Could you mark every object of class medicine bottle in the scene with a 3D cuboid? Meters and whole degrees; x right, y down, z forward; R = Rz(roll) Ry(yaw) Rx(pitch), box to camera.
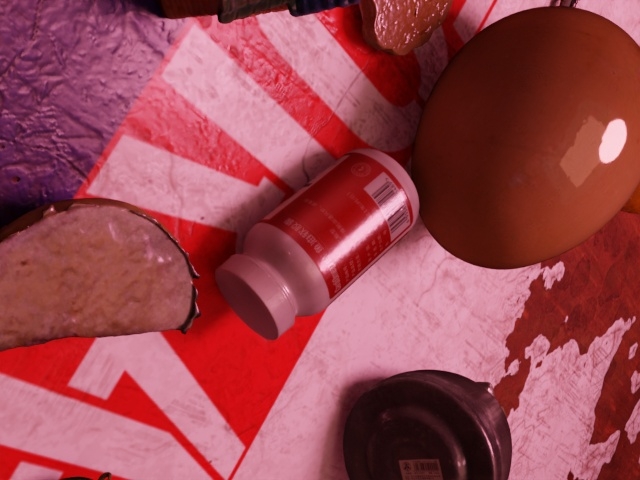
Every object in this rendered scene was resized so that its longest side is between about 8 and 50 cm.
[{"bbox_3d":[0.000,0.000,0.818,0.250,0.131,0.131,-40,128,-26],"label":"medicine bottle"}]

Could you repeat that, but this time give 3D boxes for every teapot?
[{"bbox_3d":[0.184,0.349,1.048,0.239,0.239,0.321,-4,102,-56],"label":"teapot"}]

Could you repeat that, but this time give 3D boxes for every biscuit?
[{"bbox_3d":[0.100,-0.348,0.849,0.181,0.049,0.208,-41,129,-26],"label":"biscuit"}]

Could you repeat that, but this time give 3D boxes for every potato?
[{"bbox_3d":[-0.240,0.026,0.624,0.243,0.098,0.138,-4,104,-36],"label":"potato"}]

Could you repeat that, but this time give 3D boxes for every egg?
[{"bbox_3d":[0.285,-0.134,0.919,0.301,0.301,0.374,32,83,-45],"label":"egg"}]

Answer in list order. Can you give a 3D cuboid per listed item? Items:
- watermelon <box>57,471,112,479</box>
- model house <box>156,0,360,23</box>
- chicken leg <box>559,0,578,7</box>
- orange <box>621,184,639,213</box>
[{"bbox_3d":[-0.257,0.292,0.702,0.109,0.109,0.109,-16,115,-39],"label":"watermelon"},{"bbox_3d":[-0.052,-0.287,0.640,0.183,0.172,0.166,-32,125,-31],"label":"model house"},{"bbox_3d":[0.369,-0.332,1.113,0.253,0.051,0.106,-49,126,-23],"label":"chicken leg"},{"bbox_3d":[0.571,-0.185,1.198,0.274,0.274,0.274,-16,115,-39],"label":"orange"}]
